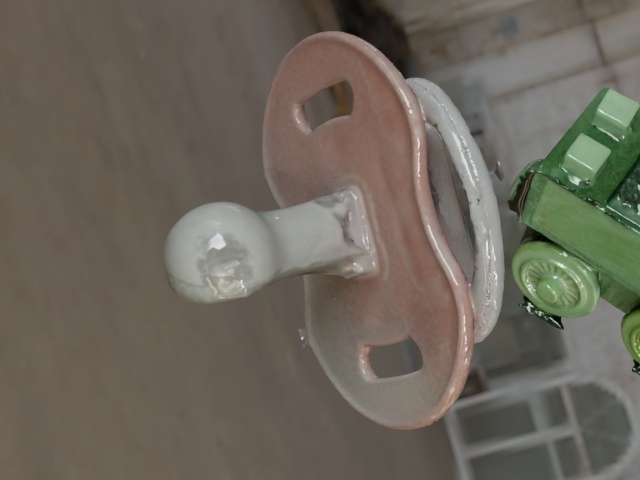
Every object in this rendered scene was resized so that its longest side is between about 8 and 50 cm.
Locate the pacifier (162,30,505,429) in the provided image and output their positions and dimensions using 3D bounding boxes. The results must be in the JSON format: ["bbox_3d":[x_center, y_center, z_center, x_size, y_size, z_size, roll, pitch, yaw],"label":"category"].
[{"bbox_3d":[0.016,-0.003,1.487,0.220,0.273,0.332,14,62,-86],"label":"pacifier"}]

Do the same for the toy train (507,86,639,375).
[{"bbox_3d":[0.290,0.002,1.605,0.159,0.271,0.188,-48,164,-33],"label":"toy train"}]
